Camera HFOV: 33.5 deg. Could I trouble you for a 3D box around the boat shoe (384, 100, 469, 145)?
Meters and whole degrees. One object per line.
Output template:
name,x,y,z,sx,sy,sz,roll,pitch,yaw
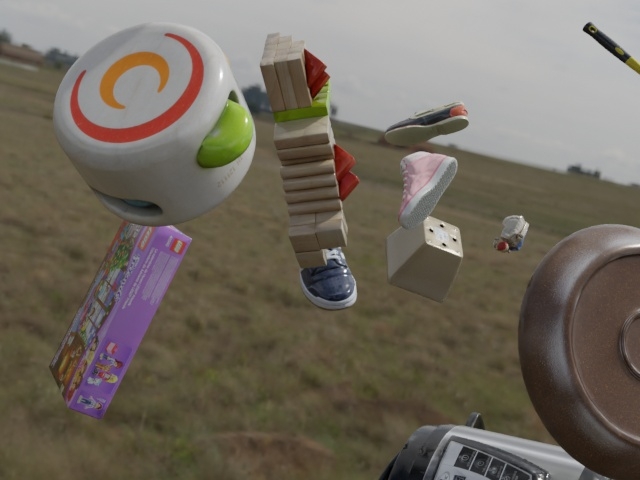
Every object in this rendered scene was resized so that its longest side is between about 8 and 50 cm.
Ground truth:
boat shoe,0.168,-0.188,1.700,0.137,0.043,0.049,-14,-31,9

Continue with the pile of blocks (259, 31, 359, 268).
pile of blocks,-0.002,-0.142,1.629,0.113,0.362,0.149,-6,13,10

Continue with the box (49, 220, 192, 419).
box,-0.304,0.098,1.586,0.057,0.293,0.201,27,-1,-25

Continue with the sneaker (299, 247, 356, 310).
sneaker,0.000,0.000,2.003,0.099,0.153,0.282,-9,36,-9

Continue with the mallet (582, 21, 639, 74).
mallet,0.459,-0.258,1.586,0.190,0.062,0.039,39,-2,25

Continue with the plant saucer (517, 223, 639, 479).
plant saucer,0.377,0.127,1.254,0.311,0.310,0.050,12,-16,-19

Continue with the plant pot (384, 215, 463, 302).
plant pot,0.181,0.022,1.783,0.109,0.096,0.109,22,40,-19

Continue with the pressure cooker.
pressure cooker,0.265,0.504,1.777,0.421,0.375,0.370,9,9,27

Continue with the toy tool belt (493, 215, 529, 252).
toy tool belt,0.361,-0.003,1.983,0.052,0.083,0.051,4,-33,43

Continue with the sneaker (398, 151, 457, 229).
sneaker,0.132,-0.075,1.511,0.070,0.134,0.051,23,-29,29

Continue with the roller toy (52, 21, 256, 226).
roller toy,-0.171,-0.120,1.126,0.191,0.209,0.146,-23,-35,0
